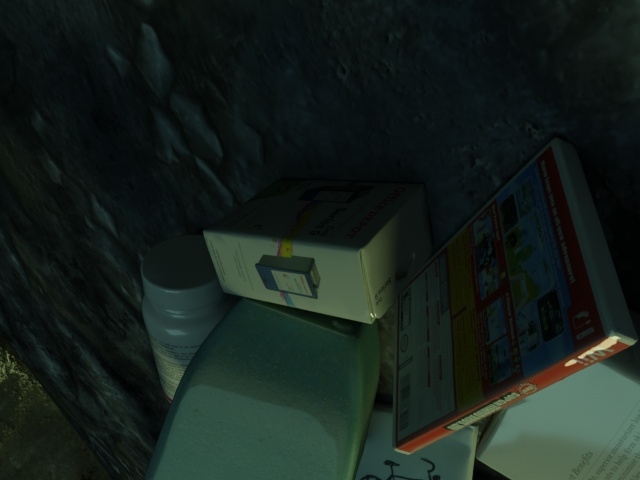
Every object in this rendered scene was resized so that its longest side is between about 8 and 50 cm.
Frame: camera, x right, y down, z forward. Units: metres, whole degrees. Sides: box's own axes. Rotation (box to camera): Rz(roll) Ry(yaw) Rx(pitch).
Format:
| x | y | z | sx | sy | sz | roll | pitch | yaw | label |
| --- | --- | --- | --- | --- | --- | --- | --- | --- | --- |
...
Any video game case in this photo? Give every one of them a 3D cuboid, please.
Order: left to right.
| x | y | z | sx | sy | sz | roll | pitch | yaw | label |
| --- | --- | --- | --- | --- | --- | --- | --- | --- | --- |
| 0.151 | 0.066 | 0.491 | 0.025 | 0.204 | 0.285 | 20 | 139 | -13 | video game case |

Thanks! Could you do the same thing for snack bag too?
| x | y | z | sx | sy | sz | roll | pitch | yaw | label |
| --- | --- | --- | --- | --- | --- | --- | --- | --- | --- |
| 0.076 | 0.418 | 0.780 | 0.323 | 0.343 | 0.037 | -2 | 164 | 40 | snack bag |

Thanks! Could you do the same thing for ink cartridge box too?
| x | y | z | sx | sy | sz | roll | pitch | yaw | label |
| --- | --- | --- | --- | --- | --- | --- | --- | --- | --- |
| 0.000 | 0.000 | 0.583 | 0.212 | 0.154 | 0.093 | 9 | 124 | 34 | ink cartridge box |

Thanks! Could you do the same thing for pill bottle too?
| x | y | z | sx | sy | sz | roll | pitch | yaw | label |
| --- | --- | --- | --- | --- | --- | --- | --- | --- | --- |
| -0.203 | 0.141 | 0.843 | 0.160 | 0.160 | 0.283 | 22 | 132 | 24 | pill bottle |

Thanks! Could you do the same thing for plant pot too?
| x | y | z | sx | sy | sz | roll | pitch | yaw | label |
| --- | --- | --- | --- | --- | --- | --- | --- | --- | --- |
| -0.040 | 0.189 | 0.675 | 0.247 | 0.248 | 0.252 | 19 | 104 | 10 | plant pot |

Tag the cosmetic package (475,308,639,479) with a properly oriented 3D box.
| x | y | z | sx | sy | sz | roll | pitch | yaw | label |
| --- | --- | --- | --- | --- | --- | --- | --- | --- | --- |
| 0.270 | 0.157 | 0.469 | 0.183 | 0.151 | 0.151 | 28 | 115 | 19 | cosmetic package |
